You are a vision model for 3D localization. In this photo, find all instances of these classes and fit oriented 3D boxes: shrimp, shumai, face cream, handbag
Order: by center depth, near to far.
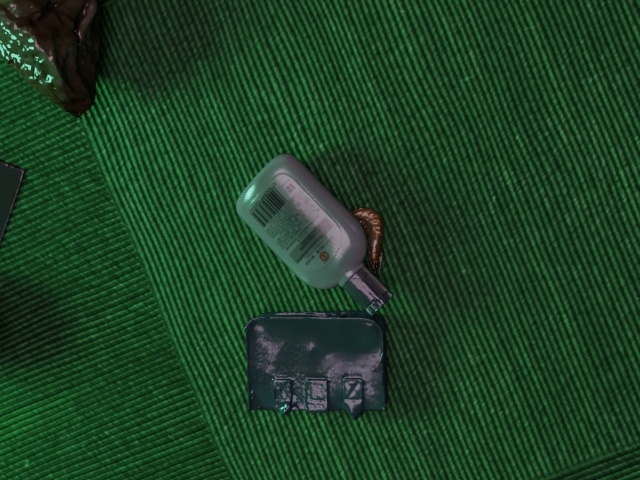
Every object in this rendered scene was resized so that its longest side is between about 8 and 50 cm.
[{"bbox_3d":[-0.416,-0.343,1.397,0.185,0.184,0.218,-47,70,9],"label":"shumai"},{"bbox_3d":[0.000,0.000,1.415,0.291,0.071,0.144,45,112,7],"label":"face cream"},{"bbox_3d":[0.065,0.004,1.445,0.083,0.023,0.114,-6,87,10],"label":"shrimp"},{"bbox_3d":[-0.006,0.206,1.446,0.229,0.062,0.179,-2,96,6],"label":"handbag"}]

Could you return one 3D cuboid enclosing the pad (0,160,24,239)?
[{"bbox_3d":[-0.651,-0.016,1.533,0.202,0.005,0.300,21,95,5],"label":"pad"}]
